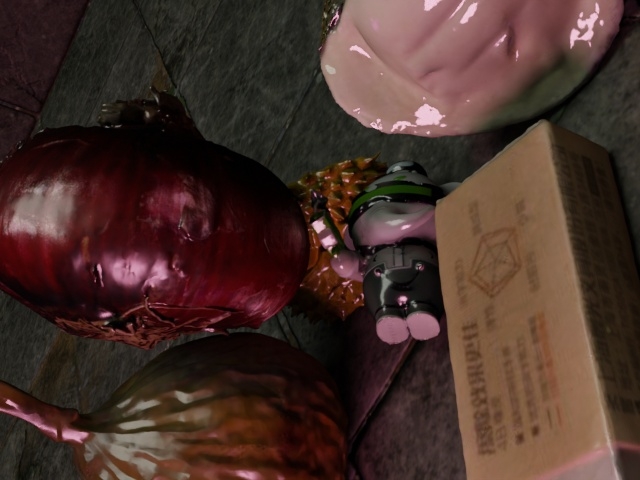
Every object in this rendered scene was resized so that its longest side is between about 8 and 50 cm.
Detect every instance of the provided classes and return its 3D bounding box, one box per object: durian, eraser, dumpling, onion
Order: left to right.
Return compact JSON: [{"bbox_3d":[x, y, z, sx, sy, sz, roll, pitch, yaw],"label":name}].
[{"bbox_3d":[-0.157,-0.018,0.939,0.314,0.314,0.232,-6,72,60],"label":"onion"},{"bbox_3d":[-0.002,0.000,1.096,0.183,0.165,0.132,-12,23,26],"label":"durian"},{"bbox_3d":[0.139,-0.206,0.885,0.175,0.227,0.243,-49,1,-38],"label":"dumpling"},{"bbox_3d":[0.171,0.084,0.754,0.144,0.078,0.343,-42,40,43],"label":"eraser"}]

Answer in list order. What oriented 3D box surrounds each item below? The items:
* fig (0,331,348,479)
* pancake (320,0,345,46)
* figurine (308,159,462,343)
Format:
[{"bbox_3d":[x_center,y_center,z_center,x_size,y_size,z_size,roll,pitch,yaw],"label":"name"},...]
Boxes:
[{"bbox_3d":[-0.163,0.201,0.982,0.286,0.369,0.286,-50,27,38],"label":"fig"},{"bbox_3d":[0.126,-0.328,1.093,0.387,0.082,0.386,-40,36,38],"label":"pancake"},{"bbox_3d":[0.076,0.001,0.944,0.147,0.126,0.192,-13,47,18],"label":"figurine"}]
